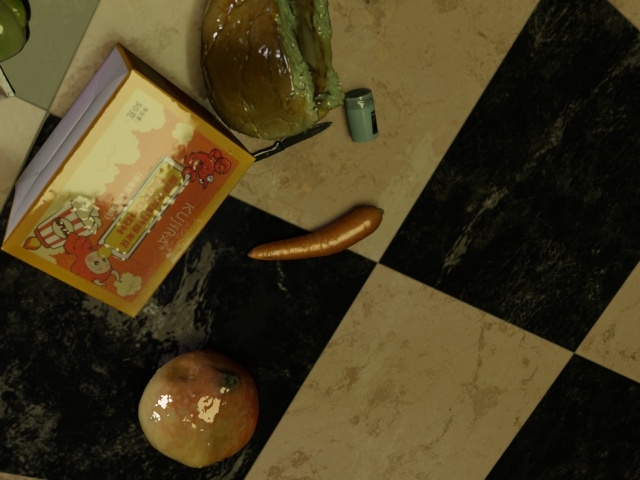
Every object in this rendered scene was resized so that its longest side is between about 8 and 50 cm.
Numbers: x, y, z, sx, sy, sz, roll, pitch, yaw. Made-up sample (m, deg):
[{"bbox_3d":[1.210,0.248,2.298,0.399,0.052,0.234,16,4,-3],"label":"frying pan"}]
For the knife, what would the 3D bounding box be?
[{"bbox_3d":[-0.053,-0.175,1.085,0.170,0.010,0.023,-25,126,-11],"label":"knife"}]

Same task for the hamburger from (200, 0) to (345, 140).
[{"bbox_3d":[-0.087,-0.284,0.904,0.133,0.211,0.308,2,72,-45],"label":"hamburger"}]

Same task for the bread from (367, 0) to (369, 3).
[{"bbox_3d":[0.120,-0.471,0.972,0.152,0.127,0.147,-38,123,-22],"label":"bread"}]

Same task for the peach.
[{"bbox_3d":[-0.212,0.301,1.120,0.233,0.232,0.232,-8,116,-18],"label":"peach"}]

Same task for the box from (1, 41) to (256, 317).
[{"bbox_3d":[-0.277,-0.094,0.889,0.214,0.259,0.283,34,98,-32],"label":"box"}]

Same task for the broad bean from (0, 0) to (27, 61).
[{"bbox_3d":[-0.483,-0.285,0.823,0.175,0.082,0.124,-14,108,-14],"label":"broad bean"}]

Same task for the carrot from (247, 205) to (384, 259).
[{"bbox_3d":[0.000,0.000,1.161,0.271,0.062,0.066,-23,152,-6],"label":"carrot"}]

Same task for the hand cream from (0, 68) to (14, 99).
[{"bbox_3d":[-0.550,-0.197,0.864,0.210,0.043,0.067,-26,115,-15],"label":"hand cream"}]

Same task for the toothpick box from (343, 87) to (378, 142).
[{"bbox_3d":[0.072,-0.221,1.089,0.052,0.052,0.083,-21,120,-12],"label":"toothpick box"}]
